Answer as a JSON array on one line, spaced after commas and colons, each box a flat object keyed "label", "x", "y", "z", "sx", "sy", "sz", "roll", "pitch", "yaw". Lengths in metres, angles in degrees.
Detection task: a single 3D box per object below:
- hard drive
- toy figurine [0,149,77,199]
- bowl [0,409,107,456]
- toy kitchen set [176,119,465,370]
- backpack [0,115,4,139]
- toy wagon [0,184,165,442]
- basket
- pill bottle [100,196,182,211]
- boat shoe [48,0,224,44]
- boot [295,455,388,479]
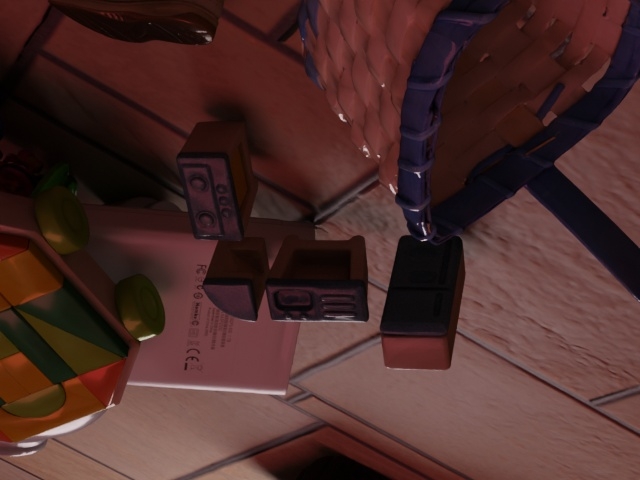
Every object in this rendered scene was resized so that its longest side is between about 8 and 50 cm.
[{"label": "hard drive", "x": -0.171, "y": 0.053, "z": 1.425, "sx": 0.308, "sy": 0.040, "sz": 0.203, "roll": 5, "pitch": 134, "yaw": -7}, {"label": "toy figurine", "x": -0.320, "y": -0.054, "z": 1.464, "sx": 0.159, "sy": 0.130, "sz": 0.173, "roll": 33, "pitch": 147, "yaw": 3}, {"label": "bowl", "x": -0.337, "y": 0.135, "z": 1.650, "sx": 0.298, "sy": 0.134, "sz": 0.298, "roll": 15, "pitch": -172, "yaw": -2}, {"label": "toy kitchen set", "x": 0.000, "y": 0.000, "z": 1.257, "sx": 0.207, "sy": 0.122, "sz": 0.166, "roll": 0, "pitch": 128, "yaw": 12}, {"label": "backpack", "x": -0.326, "y": -0.110, "z": 1.371, "sx": 0.114, "sy": 0.084, "sz": 0.105, "roll": 25, "pitch": 157, "yaw": 8}, {"label": "toy wagon", "x": -0.306, "y": 0.042, "z": 1.331, "sx": 0.267, "sy": 0.068, "sz": 0.344, "roll": -22, "pitch": 132, "yaw": 17}, {"label": "basket", "x": 0.124, "y": -0.092, "z": 0.838, "sx": 0.289, "sy": 0.201, "sz": 0.254, "roll": 50, "pitch": 163, "yaw": 19}, {"label": "pill bottle", "x": -0.174, "y": -0.006, "z": 1.473, "sx": 0.065, "sy": 0.065, "sz": 0.116, "roll": 38, "pitch": 152, "yaw": -29}, {"label": "boat shoe", "x": -0.129, "y": -0.172, "z": 1.136, "sx": 0.153, "sy": 0.048, "sz": 0.056, "roll": 10, "pitch": 165, "yaw": 41}, {"label": "boot", "x": 0.069, "y": 0.404, "z": 2.004, "sx": 0.348, "sy": 0.131, "sz": 0.260, "roll": 37, "pitch": 147, "yaw": -3}]
